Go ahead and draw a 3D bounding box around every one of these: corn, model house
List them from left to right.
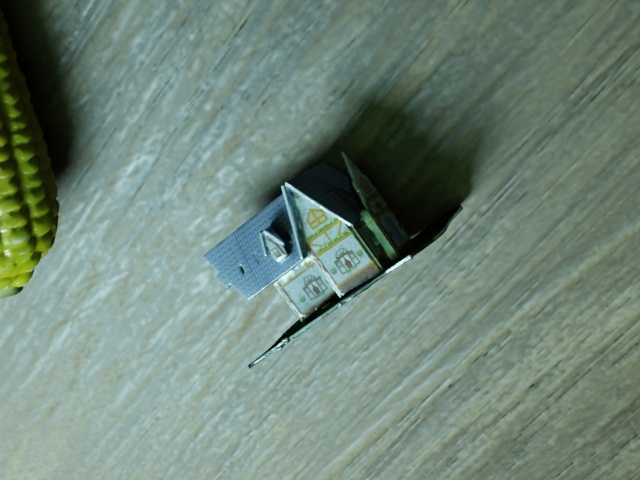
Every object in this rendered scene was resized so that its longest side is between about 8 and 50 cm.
[{"bbox_3d":[-0.259,-0.126,0.674,0.121,0.120,0.363,-5,113,11],"label":"corn"},{"bbox_3d":[0.000,0.000,0.714,0.167,0.117,0.088,-36,91,25],"label":"model house"}]
